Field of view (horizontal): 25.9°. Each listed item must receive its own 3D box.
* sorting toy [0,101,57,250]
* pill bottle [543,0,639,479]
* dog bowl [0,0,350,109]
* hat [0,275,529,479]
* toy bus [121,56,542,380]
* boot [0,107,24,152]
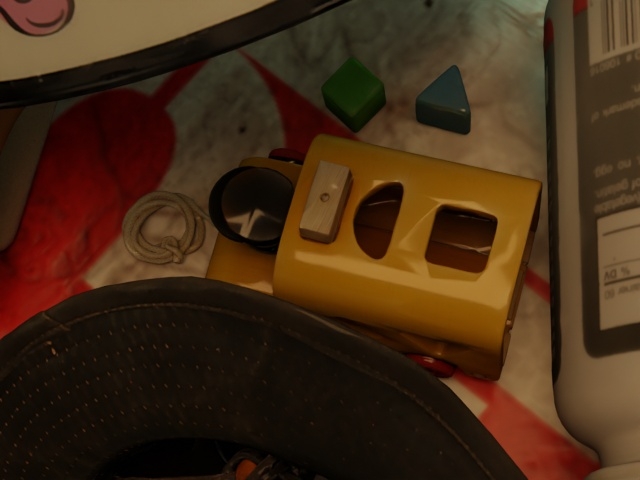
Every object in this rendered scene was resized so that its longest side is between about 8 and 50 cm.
[{"bbox_3d":[-0.250,-0.100,0.797,0.208,0.038,0.193,13,74,5],"label":"sorting toy"},{"bbox_3d":[0.186,0.014,0.640,0.161,0.161,0.283,-1,73,7],"label":"pill bottle"},{"bbox_3d":[-0.064,-0.230,0.634,0.408,0.150,0.408,-18,30,11],"label":"dog bowl"},{"bbox_3d":[-0.001,0.141,0.625,0.331,0.331,0.134,23,32,13],"label":"hat"},{"bbox_3d":[0.013,-0.002,0.695,0.202,0.104,0.191,-31,71,-4],"label":"toy bus"},{"bbox_3d":[-0.183,-0.043,0.722,0.197,0.073,0.152,-12,73,11],"label":"boot"}]
